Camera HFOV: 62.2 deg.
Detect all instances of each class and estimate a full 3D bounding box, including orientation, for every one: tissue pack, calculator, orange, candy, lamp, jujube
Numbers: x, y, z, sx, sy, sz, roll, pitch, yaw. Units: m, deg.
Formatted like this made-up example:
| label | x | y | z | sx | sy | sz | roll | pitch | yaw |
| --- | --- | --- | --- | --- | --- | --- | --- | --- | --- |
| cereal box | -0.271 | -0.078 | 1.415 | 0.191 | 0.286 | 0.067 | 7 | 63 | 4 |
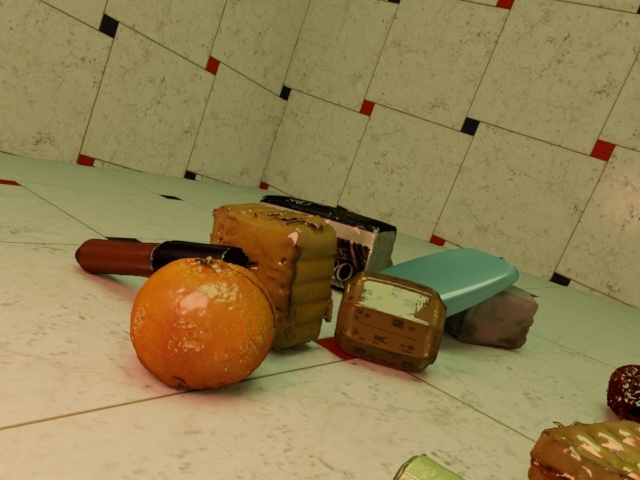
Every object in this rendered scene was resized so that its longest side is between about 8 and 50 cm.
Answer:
| label | x | y | z | sx | sy | sz | roll | pitch | yaw |
| --- | --- | --- | --- | --- | --- | --- | --- | --- | --- |
| tissue pack | 0.000 | 0.000 | 1.471 | 0.370 | 0.198 | 0.210 | 18 | 12 | 24 |
| calculator | 0.251 | 0.097 | 1.191 | 0.386 | 0.054 | 0.256 | -17 | 19 | -16 |
| orange | -0.154 | 0.105 | 0.714 | 0.193 | 0.161 | 0.193 | 14 | 19 | -5 |
| candy | 0.384 | 0.163 | 1.269 | 0.195 | 0.137 | 0.185 | 10 | 10 | -12 |
| lamp | 0.122 | 0.142 | 0.945 | 0.185 | 0.161 | 0.161 | 13 | 9 | 8 |
| jujube | 0.559 | 0.280 | 0.945 | 0.104 | 0.104 | 0.166 | 20 | 19 | 33 |

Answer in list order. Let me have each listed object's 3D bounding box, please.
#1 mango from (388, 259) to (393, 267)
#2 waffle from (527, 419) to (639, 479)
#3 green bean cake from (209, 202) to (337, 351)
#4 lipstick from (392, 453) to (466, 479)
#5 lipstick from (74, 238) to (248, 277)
| label | x | y | z | sx | sy | sz | roll | pitch | yaw |
| --- | --- | --- | --- | --- | --- | --- | --- | --- | --- |
| mango | 0.097 | 0.029 | 1.692 | 0.289 | 0.129 | 0.146 | 19 | 4 | -25 |
| waffle | 0.412 | 0.309 | 0.555 | 0.224 | 0.098 | 0.328 | 10 | 8 | -32 |
| green bean cake | -0.092 | 0.055 | 0.913 | 0.224 | 0.229 | 0.131 | 17 | 16 | 35 |
| lipstick | 0.188 | 0.283 | 0.428 | 0.304 | 0.076 | 0.076 | 23 | 12 | 39 |
| lipstick | -0.298 | 0.034 | 0.933 | 0.419 | 0.077 | 0.077 | 2 | 0 | 35 |
